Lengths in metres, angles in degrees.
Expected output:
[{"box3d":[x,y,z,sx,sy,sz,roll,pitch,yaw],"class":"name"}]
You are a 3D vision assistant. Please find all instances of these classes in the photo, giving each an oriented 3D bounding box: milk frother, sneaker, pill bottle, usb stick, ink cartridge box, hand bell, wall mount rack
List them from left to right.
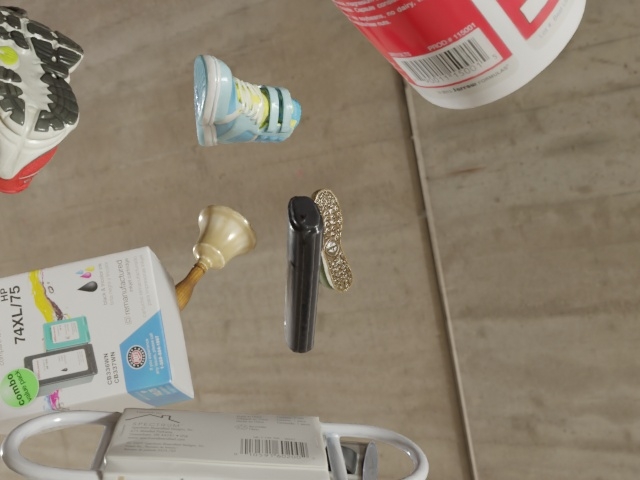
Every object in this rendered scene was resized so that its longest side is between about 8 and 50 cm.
[{"box3d":[-0.316,-0.149,0.825,0.107,0.118,0.279,23,-152,-27],"class":"sneaker"},{"box3d":[-0.344,0.152,1.153,0.270,0.198,0.197,-13,163,-3],"class":"ink cartridge box"},{"box3d":[-0.225,0.059,1.473,0.126,0.126,0.242,-8,-143,36],"class":"hand bell"},{"box3d":[-0.092,0.214,0.724,0.350,0.131,0.304,5,-168,-6],"class":"wall mount rack"},{"box3d":[-0.133,-0.266,1.514,0.208,0.127,0.319,-3,174,-8],"class":"sneaker"},{"box3d":[-0.027,0.054,1.115,0.045,0.278,0.077,-9,-132,-12],"class":"usb stick"},{"box3d":[0.000,0.348,1.120,0.134,0.143,0.129,-1,168,19],"class":"milk frother"},{"box3d":[0.000,0.000,1.471,0.064,0.192,0.086,-20,-166,-31],"class":"sneaker"},{"box3d":[0.082,-0.340,0.821,0.229,0.229,0.407,-7,145,44],"class":"pill bottle"}]

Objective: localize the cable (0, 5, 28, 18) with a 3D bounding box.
[{"box3d":[-0.467,-0.295,0.996,0.139,0.072,0.287,-18,-153,-35],"class":"cable"}]
